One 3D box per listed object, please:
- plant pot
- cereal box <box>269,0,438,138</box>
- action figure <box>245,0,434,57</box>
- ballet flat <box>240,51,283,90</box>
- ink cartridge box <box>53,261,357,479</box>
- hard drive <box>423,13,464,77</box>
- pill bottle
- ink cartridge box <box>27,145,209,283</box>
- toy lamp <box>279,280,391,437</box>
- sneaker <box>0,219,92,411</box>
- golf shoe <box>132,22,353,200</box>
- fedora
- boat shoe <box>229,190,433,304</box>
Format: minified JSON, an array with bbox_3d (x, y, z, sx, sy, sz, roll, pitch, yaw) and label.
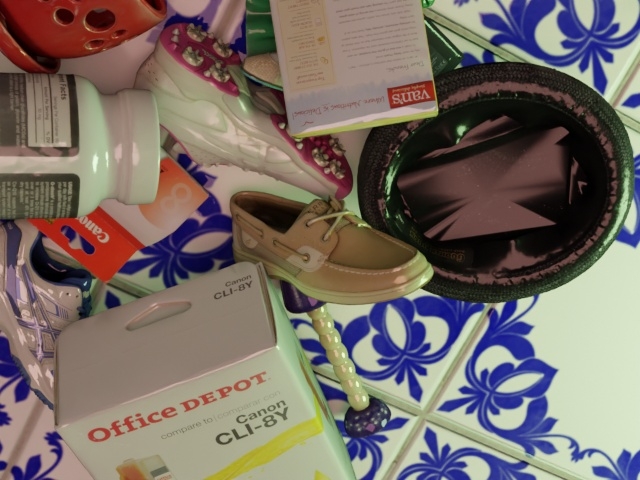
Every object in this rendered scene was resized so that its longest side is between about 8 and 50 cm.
[{"bbox_3d":[-0.292,-0.292,1.114,0.174,0.191,0.191,-26,110,8],"label":"plant pot"},{"bbox_3d":[0.033,-0.247,1.147,0.173,0.047,0.240,-8,89,6],"label":"cereal box"},{"bbox_3d":[0.025,-0.292,1.215,0.232,0.063,0.137,0,107,-2],"label":"action figure"},{"bbox_3d":[-0.024,-0.206,1.221,0.168,0.057,0.052,13,118,-43],"label":"ballet flat"},{"bbox_3d":[-0.132,0.248,1.272,0.279,0.160,0.384,-21,129,2],"label":"ink cartridge box"},{"bbox_3d":[0.110,-0.228,1.232,0.094,0.022,0.135,-47,141,11],"label":"hard drive"},{"bbox_3d":[-0.325,-0.103,1.098,0.278,0.162,0.162,-1,109,-19],"label":"pill bottle"},{"bbox_3d":[-0.251,-0.044,1.247,0.179,0.045,0.145,-47,122,-4],"label":"ink cartridge box"},{"bbox_3d":[0.017,0.138,1.357,0.080,0.080,0.274,-23,113,2],"label":"toy lamp"},{"bbox_3d":[-0.336,0.106,1.285,0.131,0.112,0.296,-30,110,4],"label":"sneaker"},{"bbox_3d":[-0.097,-0.136,1.246,0.306,0.115,0.140,37,122,-18],"label":"golf shoe"},{"bbox_3d":[0.213,-0.083,1.258,0.334,0.152,0.334,1,109,2],"label":"fedora"},{"bbox_3d":[0.000,0.000,1.209,0.109,0.302,0.098,-31,121,-38],"label":"boat shoe"}]
